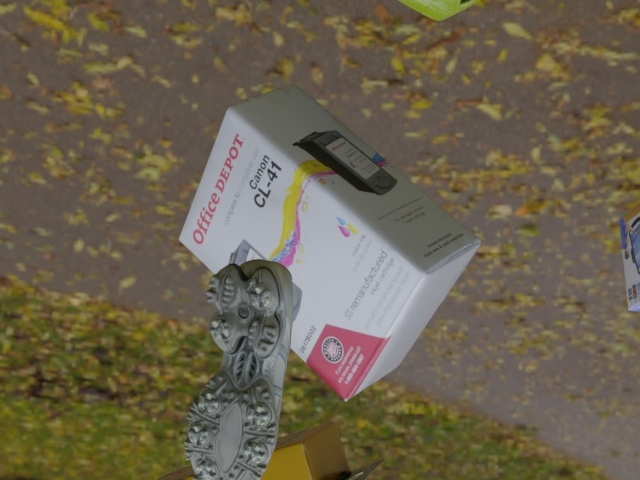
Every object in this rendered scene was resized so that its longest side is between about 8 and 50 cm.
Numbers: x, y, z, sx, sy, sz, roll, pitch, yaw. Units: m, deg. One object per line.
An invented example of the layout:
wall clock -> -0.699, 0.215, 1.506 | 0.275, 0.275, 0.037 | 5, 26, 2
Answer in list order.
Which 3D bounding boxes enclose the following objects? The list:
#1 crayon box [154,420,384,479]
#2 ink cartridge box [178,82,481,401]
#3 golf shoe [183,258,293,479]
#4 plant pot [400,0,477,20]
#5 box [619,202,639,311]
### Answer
crayon box -> -0.088, 0.316, 1.317 | 0.318, 0.081, 0.202 | -19, 173, 10
ink cartridge box -> 0.000, 0.000, 1.188 | 0.131, 0.306, 0.226 | -28, 152, -48
golf shoe -> -0.046, 0.099, 0.720 | 0.069, 0.176, 0.086 | 15, -168, 18
plant pot -> 0.187, -0.476, 1.433 | 0.207, 0.227, 0.228 | -13, 165, 36
box -> 0.387, 0.022, 1.182 | 0.028, 0.136, 0.081 | 7, 157, -10
